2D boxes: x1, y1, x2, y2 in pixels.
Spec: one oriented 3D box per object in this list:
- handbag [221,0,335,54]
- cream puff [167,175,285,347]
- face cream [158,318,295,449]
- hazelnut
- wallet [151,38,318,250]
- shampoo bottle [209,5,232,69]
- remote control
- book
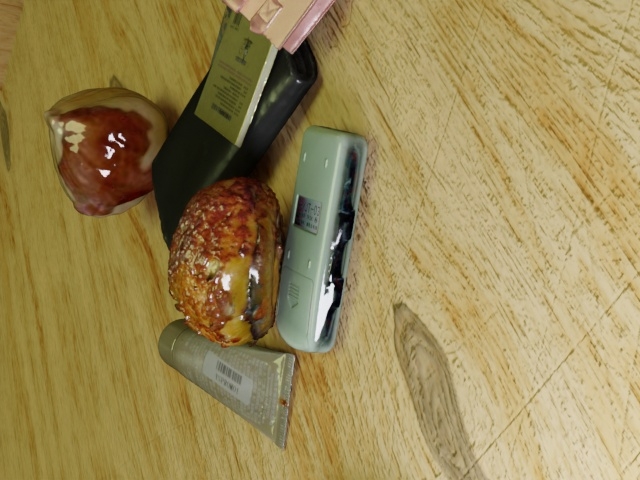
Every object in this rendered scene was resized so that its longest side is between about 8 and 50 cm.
[{"bbox_3d":[-0.076,-0.380,1.707,0.212,0.059,0.157,45,110,19],"label":"handbag"},{"bbox_3d":[-0.129,0.031,1.700,0.240,0.164,0.240,-177,90,-85],"label":"cream puff"},{"bbox_3d":[-0.136,0.196,1.842,0.341,0.084,0.137,18,103,55],"label":"face cream"},{"bbox_3d":[-0.410,-0.182,2.296,0.261,0.241,0.261,-32,52,52],"label":"hazelnut"},{"bbox_3d":[-0.144,-0.180,1.894,0.406,0.062,0.228,-51,40,35],"label":"wallet"},{"bbox_3d":[-0.124,-0.361,1.963,0.087,0.049,0.233,54,132,51],"label":"shampoo bottle"},{"bbox_3d":[0.000,0.000,1.617,0.140,0.056,0.296,-156,73,-66],"label":"remote control"},{"bbox_3d":[-0.123,-0.252,1.816,0.168,0.013,0.192,40,111,54],"label":"book"}]
